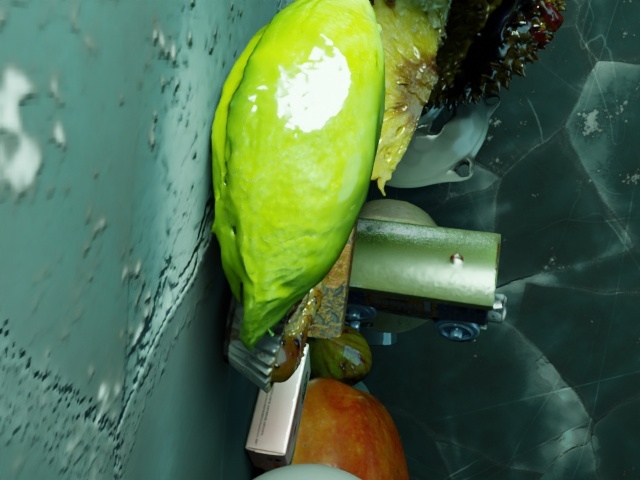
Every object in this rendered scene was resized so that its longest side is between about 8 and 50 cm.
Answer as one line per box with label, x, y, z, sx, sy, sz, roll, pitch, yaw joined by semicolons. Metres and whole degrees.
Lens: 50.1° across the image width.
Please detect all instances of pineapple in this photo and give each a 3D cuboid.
pineapple;0.037;-0.206;0.830;0.164;0.140;0.249;30;-80;53

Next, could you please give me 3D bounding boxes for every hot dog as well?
hot dog;-0.025;-0.001;0.566;0.131;0.069;0.252;84;17;-69

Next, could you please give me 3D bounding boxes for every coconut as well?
coconut;0.123;0.049;1.257;0.244;0.239;0.239;-80;176;-73

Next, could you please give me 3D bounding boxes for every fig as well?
fig;0.017;0.164;1.029;0.109;0.103;0.154;-34;143;-15

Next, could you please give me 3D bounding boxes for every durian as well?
durian;-0.013;-0.055;0.448;0.139;0.101;0.250;81;18;-72
durian;0.233;-0.408;1.105;0.384;0.347;0.347;-44;175;4

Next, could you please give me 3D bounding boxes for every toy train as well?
toy train;0.128;0.055;1.020;0.202;0.300;0.131;71;29;-60

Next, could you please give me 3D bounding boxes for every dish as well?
dish;0.178;-0.242;1.309;0.120;0.303;0.303;51;43;-51

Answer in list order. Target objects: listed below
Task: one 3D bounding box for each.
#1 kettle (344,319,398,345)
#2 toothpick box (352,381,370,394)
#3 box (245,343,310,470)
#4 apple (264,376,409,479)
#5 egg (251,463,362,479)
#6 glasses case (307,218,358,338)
kettle;0.099;0.129;1.664;0.211;0.160;0.243;2;90;-55
toothpick box;0.018;0.314;1.159;0.184;0.120;0.120;-54;152;-69
box;-0.044;0.182;0.752;0.089;0.043;0.125;88;13;-61
apple;-0.017;0.363;0.888;0.329;0.295;0.364;-15;-119;50
egg;-0.015;0.282;0.555;0.232;0.176;0.176;103;1;-46
glasses case;0.000;0.000;0.767;0.049;0.075;0.218;-56;154;-70
